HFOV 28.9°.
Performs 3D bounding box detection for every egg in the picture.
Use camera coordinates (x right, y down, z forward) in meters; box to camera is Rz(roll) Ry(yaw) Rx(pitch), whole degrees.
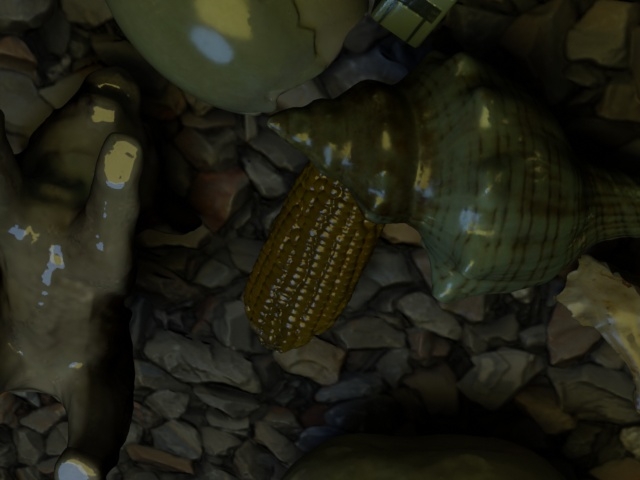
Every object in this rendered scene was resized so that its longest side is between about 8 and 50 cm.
[{"bbox_3d":[-0.076,-0.208,0.906,0.183,0.183,0.217,-33,108,35],"label":"egg"}]

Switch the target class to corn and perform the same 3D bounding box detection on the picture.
[{"bbox_3d":[0.000,0.000,1.094,0.097,0.097,0.262,25,126,0],"label":"corn"}]

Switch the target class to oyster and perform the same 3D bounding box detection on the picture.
[{"bbox_3d":[0.301,0.101,1.062,0.107,0.161,0.233,-32,113,0],"label":"oyster"}]

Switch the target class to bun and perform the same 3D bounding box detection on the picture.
[{"bbox_3d":[0.099,0.346,1.189,0.361,0.213,0.361,0,107,1],"label":"bun"}]

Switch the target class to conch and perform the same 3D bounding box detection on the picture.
[{"bbox_3d":[0.138,-0.026,0.963,0.386,0.170,0.203,29,167,-15],"label":"conch"}]

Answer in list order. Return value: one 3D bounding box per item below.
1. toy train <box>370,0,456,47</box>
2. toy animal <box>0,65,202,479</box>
[{"bbox_3d":[0.121,-0.242,0.899,0.052,0.051,0.234,33,129,-11],"label":"toy train"},{"bbox_3d":[-0.220,0.010,1.108,0.194,0.303,0.344,16,105,1],"label":"toy animal"}]
